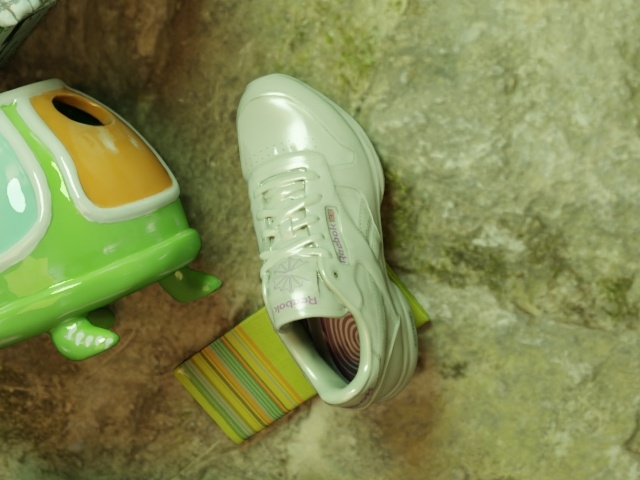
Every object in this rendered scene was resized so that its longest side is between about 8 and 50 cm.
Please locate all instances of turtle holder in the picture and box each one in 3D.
[{"bbox_3d":[-0.265,-0.005,1.260,0.320,0.243,0.227,-17,98,52],"label":"turtle holder"}]

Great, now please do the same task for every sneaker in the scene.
[{"bbox_3d":[0.000,0.000,1.216,0.114,0.152,0.305,-21,88,21],"label":"sneaker"}]

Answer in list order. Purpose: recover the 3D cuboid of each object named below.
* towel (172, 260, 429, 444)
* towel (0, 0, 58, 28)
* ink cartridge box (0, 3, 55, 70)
[{"bbox_3d":[-0.020,0.097,1.340,0.237,0.021,0.102,-35,104,19],"label":"towel"},{"bbox_3d":[-0.219,-0.313,1.098,0.121,0.283,0.235,-28,102,18],"label":"towel"},{"bbox_3d":[-0.306,-0.185,1.201,0.087,0.208,0.153,42,112,-7],"label":"ink cartridge box"}]
